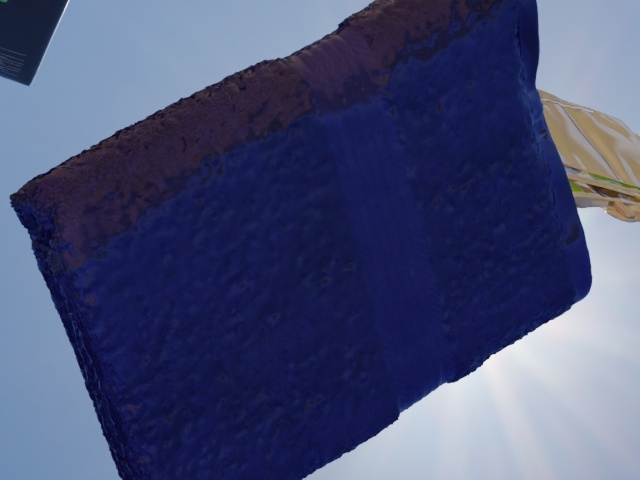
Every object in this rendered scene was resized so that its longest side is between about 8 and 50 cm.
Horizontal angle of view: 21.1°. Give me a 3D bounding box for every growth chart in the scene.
[{"bbox_3d":[0.188,-0.060,1.222,0.237,0.021,0.172,18,-150,-23],"label":"growth chart"}]

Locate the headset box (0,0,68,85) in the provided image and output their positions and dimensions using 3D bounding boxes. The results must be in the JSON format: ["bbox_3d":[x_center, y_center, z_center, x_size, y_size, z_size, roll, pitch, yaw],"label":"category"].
[{"bbox_3d":[-0.285,-0.250,1.228,0.246,0.283,0.131,18,-109,-12],"label":"headset box"}]

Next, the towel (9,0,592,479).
[{"bbox_3d":[0.000,0.000,0.915,0.308,0.228,0.076,-30,-151,-25],"label":"towel"}]
